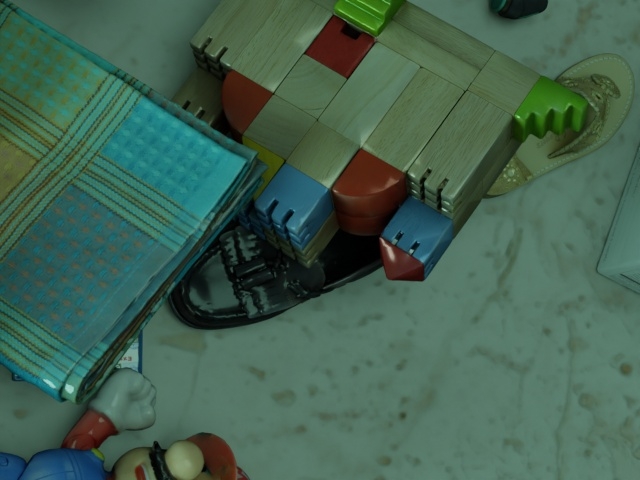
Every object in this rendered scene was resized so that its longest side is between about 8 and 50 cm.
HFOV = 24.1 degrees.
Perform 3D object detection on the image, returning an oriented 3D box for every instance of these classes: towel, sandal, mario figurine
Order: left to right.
[{"bbox_3d":[-0.270,-0.059,1.289,0.370,0.040,0.271,33,73,15],"label":"towel"},{"bbox_3d":[-0.189,0.201,1.269,0.320,0.170,0.198,8,79,-37],"label":"mario figurine"},{"bbox_3d":[0.255,-0.121,1.542,0.240,0.079,0.088,-34,95,-20],"label":"sandal"}]

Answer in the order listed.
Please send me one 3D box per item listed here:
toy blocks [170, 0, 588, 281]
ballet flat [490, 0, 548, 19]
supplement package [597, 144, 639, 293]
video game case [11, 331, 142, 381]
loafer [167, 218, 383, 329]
[{"bbox_3d":[0.009,-0.100,1.367,0.381,0.191,0.261,32,75,16],"label":"toy blocks"},{"bbox_3d":[0.217,-0.329,1.563,0.074,0.074,0.203,3,88,-19],"label":"ballet flat"},{"bbox_3d":[0.449,-0.032,1.499,0.198,0.263,0.199,26,75,-14],"label":"supplement package"},{"bbox_3d":[-0.223,0.047,1.388,0.119,0.015,0.166,3,82,-19],"label":"video game case"},{"bbox_3d":[0.000,0.000,1.428,0.302,0.095,0.109,-20,92,-21],"label":"loafer"}]
